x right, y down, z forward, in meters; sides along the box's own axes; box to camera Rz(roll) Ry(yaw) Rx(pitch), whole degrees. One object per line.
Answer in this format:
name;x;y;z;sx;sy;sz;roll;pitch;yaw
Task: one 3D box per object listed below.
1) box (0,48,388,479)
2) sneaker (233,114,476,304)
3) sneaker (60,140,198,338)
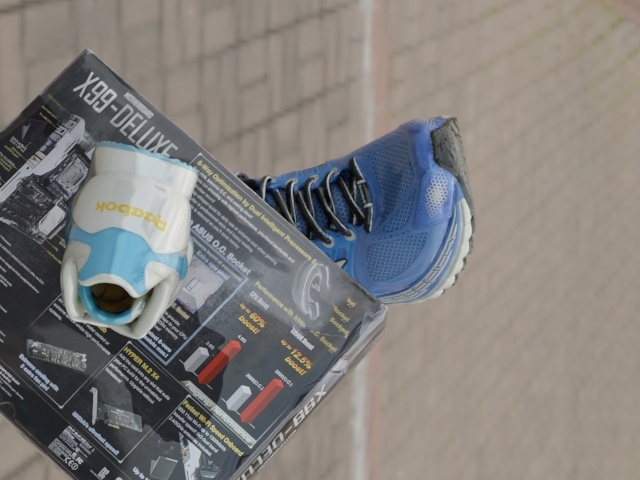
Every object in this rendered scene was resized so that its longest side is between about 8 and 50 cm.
box;-0.143;0.046;1.398;0.242;0.307;0.076;-47;168;-13
sneaker;0.000;0.000;1.503;0.147;0.330;0.130;6;63;-32
sneaker;-0.127;0.016;1.200;0.229;0.087;0.092;106;-1;-72
